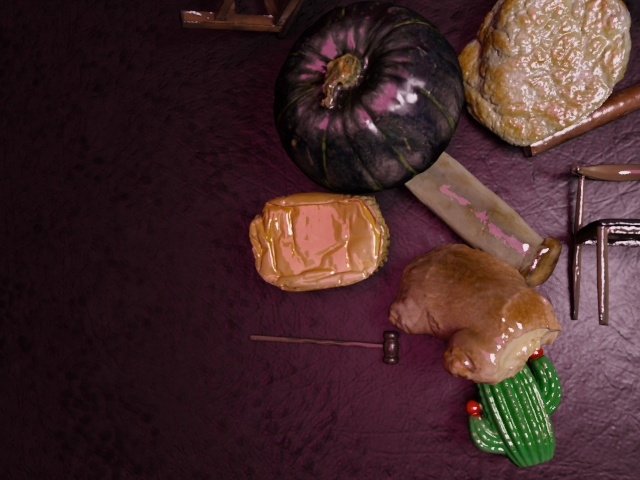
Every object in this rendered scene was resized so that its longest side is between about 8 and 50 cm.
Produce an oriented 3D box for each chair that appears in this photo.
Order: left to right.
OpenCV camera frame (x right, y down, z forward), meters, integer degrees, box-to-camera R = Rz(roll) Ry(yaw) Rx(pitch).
[{"bbox_3d":[-0.060,-0.549,0.939,0.240,0.415,0.203,-33,71,54],"label":"chair"},{"bbox_3d":[0.490,-0.004,0.733,0.187,0.166,0.273,1,84,14],"label":"chair"}]

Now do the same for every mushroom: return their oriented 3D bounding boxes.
[{"bbox_3d":[0.275,-0.045,0.839,0.100,0.081,0.312,-46,71,0],"label":"mushroom"}]

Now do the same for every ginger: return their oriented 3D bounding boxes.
[{"bbox_3d":[0.229,0.119,0.760,0.275,0.130,0.221,-1,49,34],"label":"ginger"}]

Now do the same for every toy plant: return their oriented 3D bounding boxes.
[{"bbox_3d":[0.318,0.242,0.791,0.154,0.088,0.241,8,68,7],"label":"toy plant"}]

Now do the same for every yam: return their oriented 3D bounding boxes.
[{"bbox_3d":[0.480,-0.219,0.825,0.263,0.046,0.046,-25,78,11],"label":"yam"}]

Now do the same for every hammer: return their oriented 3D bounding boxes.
[{"bbox_3d":[0.001,0.194,0.905,0.291,0.029,0.058,0,81,16],"label":"hammer"}]

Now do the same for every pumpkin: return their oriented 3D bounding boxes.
[{"bbox_3d":[0.078,-0.235,0.812,0.322,0.241,0.324,-8,70,22],"label":"pumpkin"}]

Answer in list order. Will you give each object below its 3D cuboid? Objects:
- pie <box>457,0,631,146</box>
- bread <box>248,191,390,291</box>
[{"bbox_3d":[0.369,-0.307,0.809,0.257,0.105,0.275,44,115,21],"label":"pie"},{"bbox_3d":[0.000,0.000,0.870,0.249,0.133,0.179,-9,82,13],"label":"bread"}]
